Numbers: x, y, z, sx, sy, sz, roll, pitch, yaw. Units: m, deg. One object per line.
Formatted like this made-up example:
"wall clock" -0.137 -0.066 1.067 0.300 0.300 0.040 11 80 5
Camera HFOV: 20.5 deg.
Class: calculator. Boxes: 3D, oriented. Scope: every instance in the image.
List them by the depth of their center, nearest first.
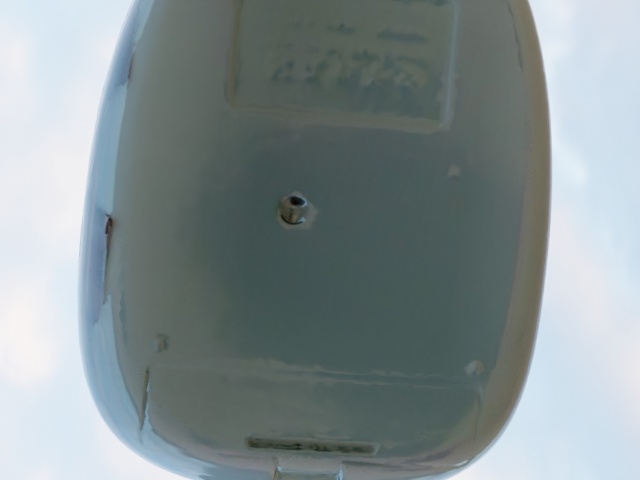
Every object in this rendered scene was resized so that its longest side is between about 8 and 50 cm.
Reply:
"calculator" 0.000 0.000 0.693 0.186 0.041 0.298 6 -88 -11
